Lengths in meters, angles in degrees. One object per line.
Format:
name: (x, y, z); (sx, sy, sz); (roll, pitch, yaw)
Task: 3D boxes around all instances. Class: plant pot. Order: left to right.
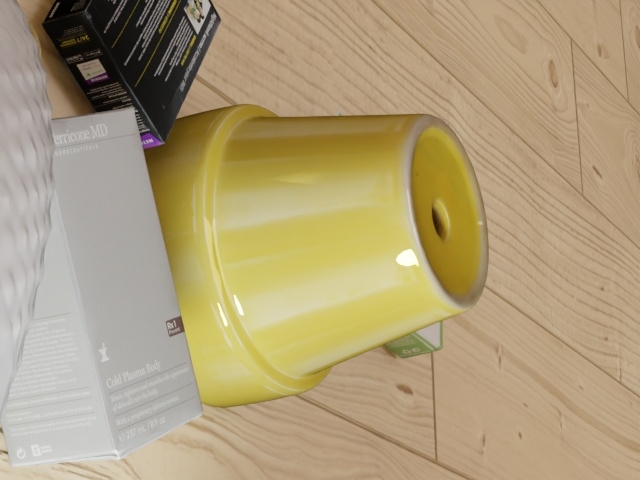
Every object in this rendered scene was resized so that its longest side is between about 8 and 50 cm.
plant pot: (0.000, 0.000, 1.486); (0.254, 0.239, 0.254); (34, 51, -55)

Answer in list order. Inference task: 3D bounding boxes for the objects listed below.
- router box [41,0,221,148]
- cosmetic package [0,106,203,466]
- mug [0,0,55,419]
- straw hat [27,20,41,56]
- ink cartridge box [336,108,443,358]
router box: (-0.148, -0.177, 1.446); (0.133, 0.046, 0.179); (61, 31, -32)
cosmetic package: (-0.176, 0.030, 1.273); (0.127, 0.107, 0.238); (-22, 102, -61)
mug: (-0.261, 0.010, 0.940); (0.328, 0.276, 0.374); (-83, 161, -50)
straw hat: (-0.261, -0.112, 1.202); (0.144, 0.144, 0.061); (-60, 174, -54)
ink cartridge box: (0.051, -0.002, 1.797); (0.235, 0.056, 0.171); (38, 46, -49)
